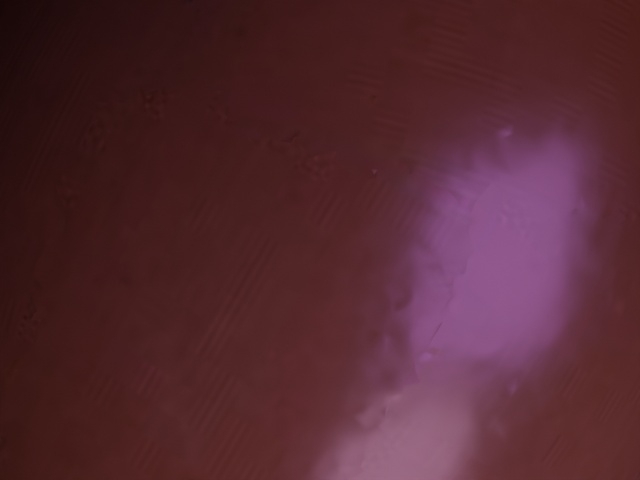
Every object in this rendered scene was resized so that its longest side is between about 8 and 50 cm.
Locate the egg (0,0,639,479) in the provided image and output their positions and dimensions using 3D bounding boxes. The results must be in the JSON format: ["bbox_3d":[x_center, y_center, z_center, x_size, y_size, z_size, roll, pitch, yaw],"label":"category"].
[{"bbox_3d":[0.000,0.000,0.580,0.301,0.301,0.374,22,91,-44],"label":"egg"}]
